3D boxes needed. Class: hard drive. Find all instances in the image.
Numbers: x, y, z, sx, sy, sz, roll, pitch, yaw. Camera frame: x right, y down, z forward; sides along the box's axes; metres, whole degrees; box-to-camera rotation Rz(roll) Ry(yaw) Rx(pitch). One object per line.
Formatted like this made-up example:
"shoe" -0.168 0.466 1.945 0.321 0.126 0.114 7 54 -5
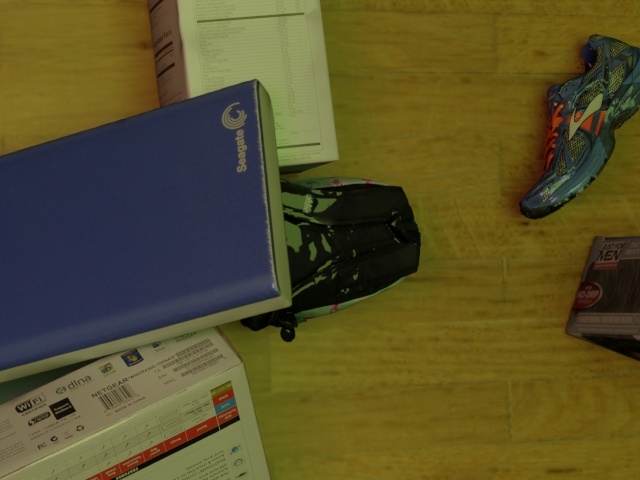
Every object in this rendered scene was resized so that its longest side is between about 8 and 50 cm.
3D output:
"hard drive" -0.187 -0.002 1.438 0.318 0.040 0.210 -15 59 15

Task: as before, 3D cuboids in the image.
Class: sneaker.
"sneaker" 0.257 -0.115 1.709 0.087 0.083 0.221 34 72 0

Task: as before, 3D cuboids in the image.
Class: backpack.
"backpack" 0.000 0.000 1.592 0.182 0.115 0.152 -13 103 -19

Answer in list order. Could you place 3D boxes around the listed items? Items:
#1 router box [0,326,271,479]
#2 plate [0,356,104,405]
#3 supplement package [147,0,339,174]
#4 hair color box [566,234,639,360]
"router box" -0.203 0.259 1.446 0.335 0.082 0.301 -24 130 -18
"plate" -0.240 0.193 1.546 0.188 0.024 0.188 1 87 -22
"supplement package" -0.077 -0.182 1.565 0.139 0.134 0.244 -6 89 -17
"hair color box" 0.460 0.105 1.697 0.374 0.185 0.114 21 82 -16
